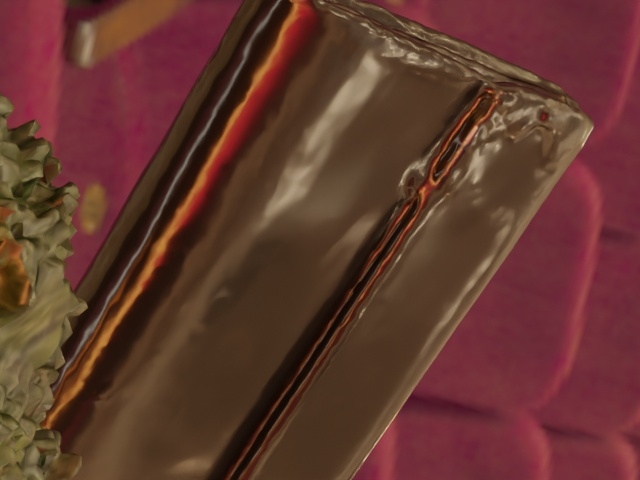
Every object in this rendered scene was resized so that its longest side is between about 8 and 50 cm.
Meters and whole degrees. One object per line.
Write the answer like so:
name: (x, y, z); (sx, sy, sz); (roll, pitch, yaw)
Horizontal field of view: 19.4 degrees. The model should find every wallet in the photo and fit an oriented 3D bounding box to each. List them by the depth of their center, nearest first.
wallet: (-0.042, 0.067, 0.967); (0.228, 0.062, 0.406); (18, 113, -38)

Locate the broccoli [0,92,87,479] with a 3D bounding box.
broccoli: (-0.199, 0.035, 0.572); (0.235, 0.259, 0.288); (-89, -178, -73)
